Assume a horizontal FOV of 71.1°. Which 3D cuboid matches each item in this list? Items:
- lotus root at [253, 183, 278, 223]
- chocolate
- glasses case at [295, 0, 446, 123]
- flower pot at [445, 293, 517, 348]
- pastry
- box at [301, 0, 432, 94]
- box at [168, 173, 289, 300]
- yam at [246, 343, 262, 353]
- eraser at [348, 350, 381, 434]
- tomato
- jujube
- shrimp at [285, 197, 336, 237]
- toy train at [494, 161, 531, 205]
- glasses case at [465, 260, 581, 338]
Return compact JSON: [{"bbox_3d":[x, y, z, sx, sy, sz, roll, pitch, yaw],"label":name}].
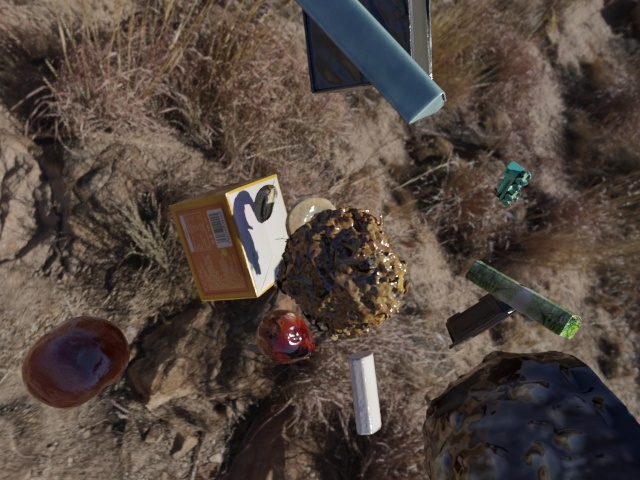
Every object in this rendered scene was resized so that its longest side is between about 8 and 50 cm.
[{"bbox_3d":[-0.102,-0.073,0.823,0.030,0.083,0.037,31,43,11],"label":"lotus root"},{"bbox_3d":[0.226,0.285,0.490,0.340,0.210,0.225,-102,179,-54],"label":"chocolate"},{"bbox_3d":[0.075,-0.288,0.638,0.266,0.056,0.105,50,42,6],"label":"glasses case"},{"bbox_3d":[0.490,0.231,1.371,0.179,0.251,0.084,6,49,-54],"label":"flower pot"},{"bbox_3d":[0.046,0.053,0.857,0.275,0.275,0.193,47,33,-13],"label":"pastry"},{"bbox_3d":[0.113,-0.527,1.031,0.204,0.251,0.345,-37,124,-58],"label":"box"},{"bbox_3d":[-0.232,-0.011,1.258,0.259,0.214,0.283,-40,119,-61],"label":"box"},{"bbox_3d":[-0.208,0.415,1.685,0.032,0.146,0.032,7,90,-70],"label":"yam"},{"bbox_3d":[0.166,0.562,1.679,0.174,0.095,0.270,16,68,-75],"label":"eraser"},{"bbox_3d":[-0.390,0.197,0.722,0.159,0.091,0.139,-33,97,-29],"label":"tomato"},{"bbox_3d":[-0.100,0.316,1.440,0.236,0.168,0.168,40,43,-47],"label":"jujube"},{"bbox_3d":[0.000,0.000,1.095,0.152,0.046,0.219,-24,103,-25],"label":"shrimp"},{"bbox_3d":[0.331,-0.096,0.784,0.029,0.092,0.045,-37,68,-19],"label":"toy train"},{"bbox_3d":[0.505,0.143,1.129,0.095,0.062,0.272,19,13,-44],"label":"glasses case"}]
